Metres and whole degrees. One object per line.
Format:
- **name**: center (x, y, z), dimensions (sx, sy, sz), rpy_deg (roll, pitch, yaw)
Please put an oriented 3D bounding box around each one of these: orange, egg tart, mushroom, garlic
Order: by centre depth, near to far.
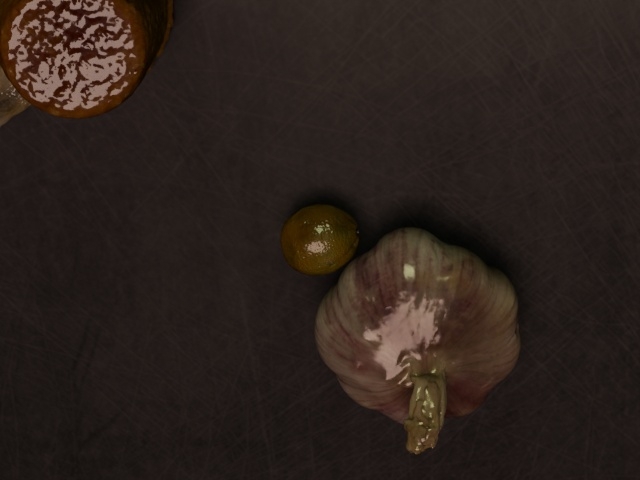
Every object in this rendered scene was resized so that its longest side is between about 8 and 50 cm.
- **egg tart**: center (-0.261, -0.232, 1.581), dimensions (0.215, 0.171, 0.215), rpy_deg (-3, 115, -7)
- **garlic**: center (0.112, 0.139, 1.705), dimensions (0.245, 0.253, 0.245), rpy_deg (2, 129, 2)
- **mushroom**: center (-0.406, -0.143, 1.726), dimensions (0.202, 0.054, 0.059), rpy_deg (-31, 106, 28)
- **orange**: center (0.000, 0.000, 1.731), dimensions (0.095, 0.085, 0.085), rpy_deg (-12, 118, 20)
